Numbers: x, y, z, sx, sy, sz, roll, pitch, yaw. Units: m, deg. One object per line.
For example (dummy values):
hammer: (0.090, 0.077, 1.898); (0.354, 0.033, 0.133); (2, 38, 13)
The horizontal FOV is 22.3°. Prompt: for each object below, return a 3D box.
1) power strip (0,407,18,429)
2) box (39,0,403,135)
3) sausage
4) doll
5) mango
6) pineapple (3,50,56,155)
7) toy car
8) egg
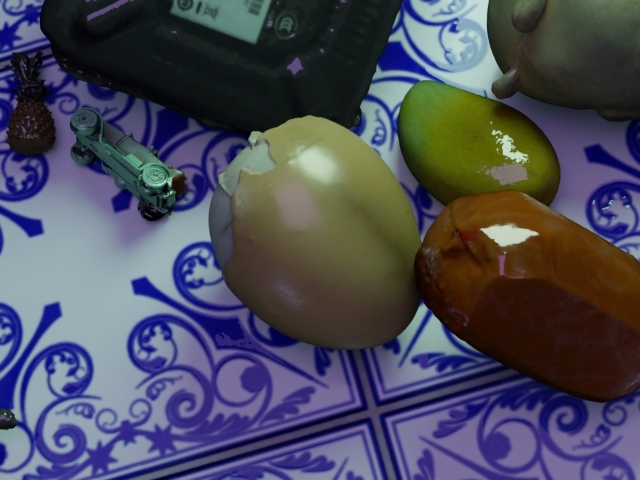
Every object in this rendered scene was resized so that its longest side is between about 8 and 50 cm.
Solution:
power strip: (-0.500, 0.192, 1.681); (0.387, 0.066, 0.092); (-3, 70, 8)
box: (-0.079, -0.291, 1.670); (0.350, 0.091, 0.359); (20, 97, -9)
sausage: (0.218, 0.055, 1.559); (0.268, 0.141, 0.153); (28, 119, -21)
doll: (0.347, -0.219, 1.632); (0.349, 0.247, 0.247); (0, 71, -9)
mango: (0.159, -0.093, 1.679); (0.130, 0.092, 0.195); (-39, 67, -5)
pineapple: (-0.317, -0.157, 1.775); (0.058, 0.058, 0.124); (-6, 71, 5)
toy car: (-0.208, -0.085, 1.731); (0.143, 0.073, 0.054); (39, 64, 17)
egg: (0.000, 0.000, 1.609); (0.201, 0.201, 0.244); (-42, 90, -8)
